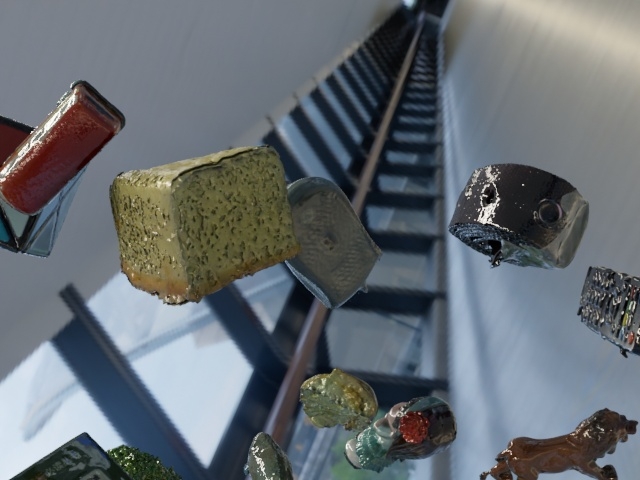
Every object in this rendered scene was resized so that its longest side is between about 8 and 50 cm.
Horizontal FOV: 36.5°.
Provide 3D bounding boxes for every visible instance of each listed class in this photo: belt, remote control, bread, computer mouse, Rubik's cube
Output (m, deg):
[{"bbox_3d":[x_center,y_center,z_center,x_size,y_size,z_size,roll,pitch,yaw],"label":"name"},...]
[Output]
[{"bbox_3d":[0.320,-0.025,1.594,0.164,0.184,0.289,-64,7,-6],"label":"belt"},{"bbox_3d":[0.558,0.129,1.804,0.399,0.062,0.145,-80,3,-85],"label":"remote control"},{"bbox_3d":[0.032,0.257,1.584,0.232,0.128,0.088,98,-168,-71],"label":"bread"},{"bbox_3d":[0.000,0.000,2.058,0.188,0.122,0.371,-49,-47,-11],"label":"computer mouse"},{"bbox_3d":[-0.215,-0.036,1.744,0.315,0.279,0.248,22,127,62],"label":"bread"},{"bbox_3d":[-0.642,-0.115,1.967,0.246,0.250,0.248,144,146,-86],"label":"Rubik's cube"}]

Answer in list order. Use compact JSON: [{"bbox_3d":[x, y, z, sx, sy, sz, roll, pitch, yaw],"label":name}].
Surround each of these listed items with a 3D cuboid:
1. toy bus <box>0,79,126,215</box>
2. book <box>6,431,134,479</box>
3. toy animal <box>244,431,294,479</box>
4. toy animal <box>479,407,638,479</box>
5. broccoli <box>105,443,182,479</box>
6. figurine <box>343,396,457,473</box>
[{"bbox_3d":[-0.479,-0.154,1.748,0.265,0.121,0.120,-43,23,8],"label":"toy bus"},{"bbox_3d":[-0.197,0.307,0.846,0.202,0.264,0.027,-32,-26,-45],"label":"book"},{"bbox_3d":[-0.078,0.420,1.604,0.079,0.070,0.253,-55,28,29],"label":"toy animal"},{"bbox_3d":[0.446,0.398,1.829,0.097,0.312,0.157,-94,-13,-55],"label":"toy animal"},{"bbox_3d":[-0.356,0.555,1.797,0.310,0.321,0.413,-48,-20,-57],"label":"broccoli"},{"bbox_3d":[0.139,0.359,1.755,0.138,0.110,0.245,-23,-9,-44],"label":"figurine"}]
